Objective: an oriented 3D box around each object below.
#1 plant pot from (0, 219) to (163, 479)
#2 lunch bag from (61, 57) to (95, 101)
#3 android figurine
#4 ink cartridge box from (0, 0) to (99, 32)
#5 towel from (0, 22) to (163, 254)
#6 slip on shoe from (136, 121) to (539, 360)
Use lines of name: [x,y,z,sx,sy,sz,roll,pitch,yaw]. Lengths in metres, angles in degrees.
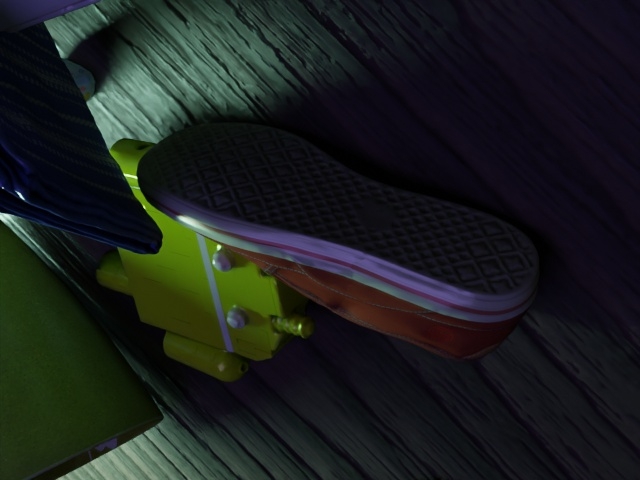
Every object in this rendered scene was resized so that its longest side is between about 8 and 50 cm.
plant pot: [-0.360,0.128,1.044,0.275,0.275,0.293,-36,78,49]
lunch bag: [-0.255,-0.133,0.868,0.083,0.071,0.053,-8,111,46]
android figurine: [-0.117,0.022,0.882,0.273,0.056,0.248,16,129,34]
ink cartridge box: [-0.163,-0.294,0.593,0.197,0.114,0.272,-12,112,23]
towel: [-0.231,-0.146,0.688,0.040,0.243,0.335,-31,76,7]
slip on shoe: [0.000,0.000,0.719,0.331,0.123,0.101,22,138,20]
